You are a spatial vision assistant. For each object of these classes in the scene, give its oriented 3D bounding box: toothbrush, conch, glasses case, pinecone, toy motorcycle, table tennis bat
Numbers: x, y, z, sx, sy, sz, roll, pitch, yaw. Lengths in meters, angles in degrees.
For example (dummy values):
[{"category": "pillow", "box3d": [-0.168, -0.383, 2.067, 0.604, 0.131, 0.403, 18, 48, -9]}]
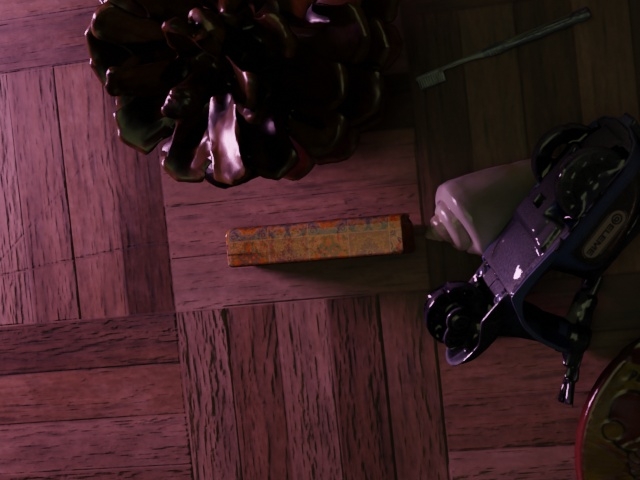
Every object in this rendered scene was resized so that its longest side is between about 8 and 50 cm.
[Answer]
[{"category": "toothbrush", "box3d": [0.216, -0.227, 1.572, 0.220, 0.016, 0.019, -22, 89, 15]}, {"category": "conch", "box3d": [0.206, -0.040, 1.566, 0.176, 0.094, 0.104, -25, 72, -12]}, {"category": "glasses case", "box3d": [0.000, 0.000, 1.611, 0.218, 0.075, 0.049, -5, 90, 15]}, {"category": "pinecone", "box3d": [-0.107, -0.209, 1.466, 0.384, 0.384, 0.384, 1, 93, 15]}, {"category": "toy motorcycle", "box3d": [0.282, 0.021, 1.489, 0.213, 0.125, 0.358, 33, 106, -23]}, {"category": "table tennis bat", "box3d": [0.438, 0.184, 1.502, 0.268, 0.051, 0.414, 13, 98, 0]}]

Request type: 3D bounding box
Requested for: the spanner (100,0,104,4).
[{"category": "spanner", "box3d": [-0.130, -0.323, 1.657, 0.316, 0.024, 0.087, 4, 89, 15]}]
